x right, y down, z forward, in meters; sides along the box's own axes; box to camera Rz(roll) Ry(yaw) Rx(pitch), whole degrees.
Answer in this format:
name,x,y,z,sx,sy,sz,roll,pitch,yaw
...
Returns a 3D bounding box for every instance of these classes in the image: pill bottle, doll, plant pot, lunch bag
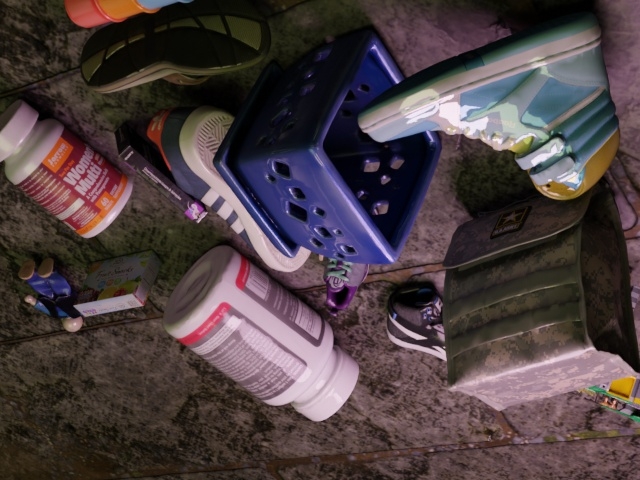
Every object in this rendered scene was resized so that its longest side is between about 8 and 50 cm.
name,x,y,z,sx,sy,sz,roll,pitch,yaw
pill bottle,-0.413,-0.113,2.002,0.221,0.121,0.121,41,137,-23
doll,-0.486,0.104,2.345,0.129,0.046,0.189,-5,142,15
plant pot,0.002,-0.117,1.740,0.212,0.236,0.236,-5,136,36
lunch bag,0.298,0.062,1.775,0.235,0.287,0.169,-20,148,35
pill bottle,-0.092,0.165,2.143,0.318,0.176,0.176,39,138,-21
plant pot,0.326,-0.110,1.706,0.134,0.095,0.134,12,141,10

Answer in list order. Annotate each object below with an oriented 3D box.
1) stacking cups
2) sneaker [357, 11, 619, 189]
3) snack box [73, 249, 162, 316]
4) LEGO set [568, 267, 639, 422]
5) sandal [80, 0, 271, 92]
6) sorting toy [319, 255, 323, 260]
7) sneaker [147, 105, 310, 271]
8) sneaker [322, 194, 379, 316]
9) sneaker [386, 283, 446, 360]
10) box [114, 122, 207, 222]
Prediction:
name,x,y,z,sx,sy,sz,roll,pitch,yaw
stacking cups,-0.210,-0.348,1.667,0.316,0.096,0.096,-9,133,33
sneaker,0.221,-0.136,1.595,0.319,0.127,0.208,-20,104,14
snack box,-0.349,0.074,2.208,0.141,0.100,0.037,-12,132,32
LEGO set,0.453,0.150,1.937,0.331,0.192,0.255,20,171,5
sandal,-0.194,-0.265,1.760,0.303,0.120,0.086,-5,163,30
sorting toy,0.000,0.000,2.002,0.012,0.062,0.083,4,140,0
sneaker,-0.133,-0.085,1.932,0.148,0.131,0.350,14,151,41
sneaker,0.043,0.022,1.980,0.083,0.098,0.223,11,141,11
sneaker,0.208,0.134,2.054,0.217,0.079,0.121,10,142,14
box,-0.245,-0.104,1.953,0.162,0.116,0.029,40,99,-25
